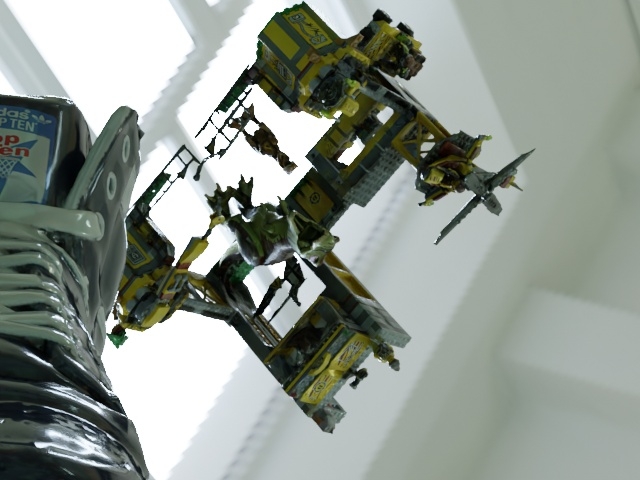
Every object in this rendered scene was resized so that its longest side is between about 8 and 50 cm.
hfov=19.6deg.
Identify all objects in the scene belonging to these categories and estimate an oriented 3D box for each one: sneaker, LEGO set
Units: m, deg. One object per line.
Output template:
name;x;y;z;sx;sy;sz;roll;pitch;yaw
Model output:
sneaker;-0.092;0.021;0.502;0.099;0.282;0.153;8;-97;-12
LEGO set;0.000;0.000;1.419;0.331;0.255;0.192;-46;-121;6
